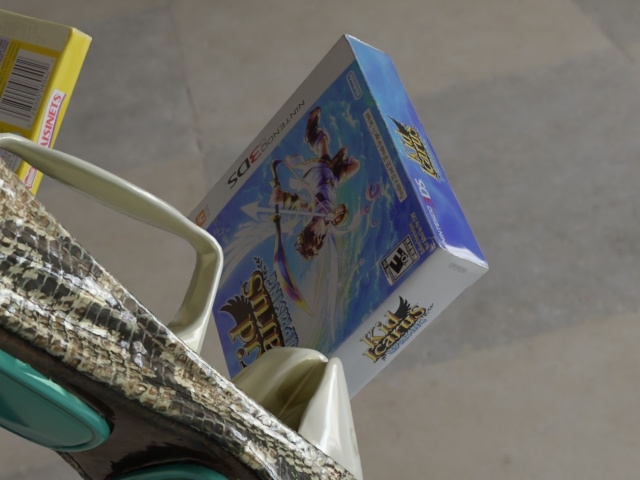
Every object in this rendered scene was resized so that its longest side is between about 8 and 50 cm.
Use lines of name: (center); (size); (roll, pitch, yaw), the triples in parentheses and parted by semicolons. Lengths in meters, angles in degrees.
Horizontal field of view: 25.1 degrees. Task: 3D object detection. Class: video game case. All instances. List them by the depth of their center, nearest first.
video game case: (0.000, 0.000, 1.212); (0.244, 0.061, 0.269); (-48, 40, 27)

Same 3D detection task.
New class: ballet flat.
ballet flat: (-0.089, 0.081, 0.800); (0.164, 0.483, 0.182); (-17, 34, 48)

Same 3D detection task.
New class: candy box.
candy box: (-0.230, -0.054, 0.970); (0.105, 0.205, 0.027); (18, -2, 36)
